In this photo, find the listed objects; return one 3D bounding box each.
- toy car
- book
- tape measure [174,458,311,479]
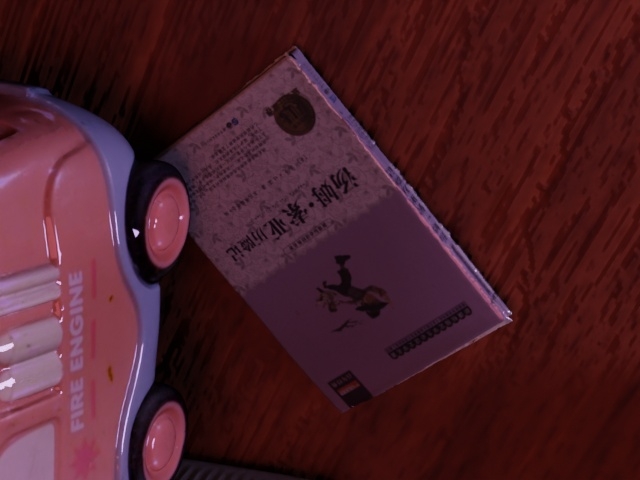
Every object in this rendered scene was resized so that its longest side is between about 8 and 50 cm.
[{"bbox_3d":[-0.193,0.057,0.844,0.180,0.212,0.270,9,106,23],"label":"toy car"},{"bbox_3d":[0.000,0.000,0.876,0.127,0.014,0.181,-34,100,33],"label":"book"},{"bbox_3d":[-0.073,0.255,0.985,0.207,0.115,0.235,5,118,18],"label":"tape measure"}]
